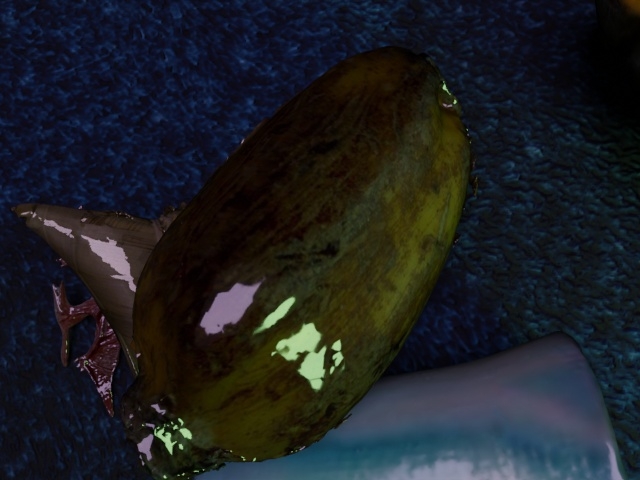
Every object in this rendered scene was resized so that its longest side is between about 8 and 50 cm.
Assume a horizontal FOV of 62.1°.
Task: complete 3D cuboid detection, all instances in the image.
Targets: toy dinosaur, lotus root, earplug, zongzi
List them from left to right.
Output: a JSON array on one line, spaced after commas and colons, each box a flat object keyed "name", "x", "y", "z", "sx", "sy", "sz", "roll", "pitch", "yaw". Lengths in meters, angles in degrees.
[{"name": "toy dinosaur", "x": -0.226, "y": 0.069, "z": 0.545, "sx": 0.108, "sy": 0.032, "sz": 0.220, "roll": -12, "pitch": 83, "yaw": 2}, {"name": "zongzi", "x": -0.170, "y": 0.060, "z": 0.474, "sx": 0.197, "sy": 0.099, "sz": 0.195, "roll": 5, "pitch": 84, "yaw": -25}, {"name": "lotus root", "x": 0.000, "y": 0.000, "z": 0.415, "sx": 0.196, "sy": 0.179, "sz": 0.397, "roll": 44, "pitch": 63, "yaw": -11}, {"name": "earplug", "x": 0.049, "y": 0.187, "z": 0.427, "sx": 0.323, "sy": 0.185, "sz": 0.185, "roll": -10, "pitch": 81, "yaw": 10}]

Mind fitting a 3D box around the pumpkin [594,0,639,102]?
[{"name": "pumpkin", "x": 0.382, "y": -0.176, "z": 0.396, "sx": 0.303, "sy": 0.256, "sz": 0.226, "roll": -8, "pitch": 75, "yaw": -18}]
